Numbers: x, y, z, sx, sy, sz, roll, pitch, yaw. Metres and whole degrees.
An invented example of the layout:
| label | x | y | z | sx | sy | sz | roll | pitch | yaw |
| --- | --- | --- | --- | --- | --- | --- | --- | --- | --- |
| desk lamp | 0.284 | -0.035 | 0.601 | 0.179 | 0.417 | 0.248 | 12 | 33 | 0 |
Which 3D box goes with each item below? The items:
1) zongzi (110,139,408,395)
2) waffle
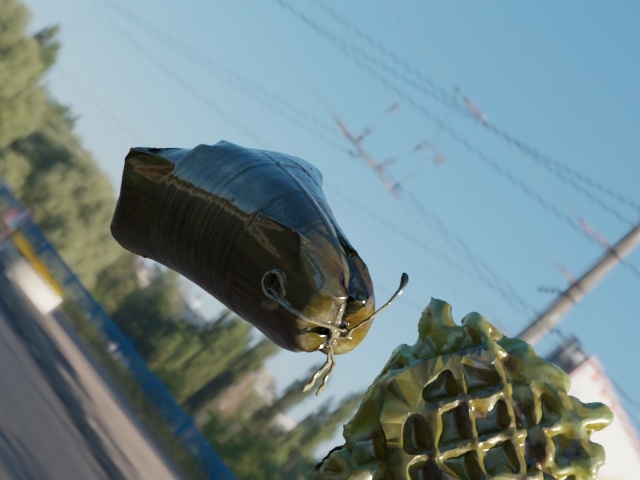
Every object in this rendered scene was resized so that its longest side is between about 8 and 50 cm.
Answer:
| label | x | y | z | sx | sy | sz | roll | pitch | yaw |
| --- | --- | --- | --- | --- | --- | --- | --- | --- | --- |
| zongzi | 0.000 | 0.000 | 1.100 | 0.248 | 0.241 | 0.111 | 33 | -62 | 35 |
| waffle | 0.122 | 0.175 | 1.126 | 0.204 | 0.223 | 0.054 | 37 | -20 | -4 |
